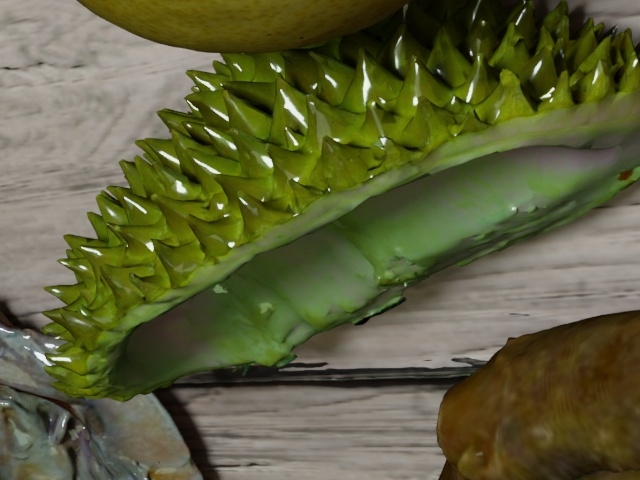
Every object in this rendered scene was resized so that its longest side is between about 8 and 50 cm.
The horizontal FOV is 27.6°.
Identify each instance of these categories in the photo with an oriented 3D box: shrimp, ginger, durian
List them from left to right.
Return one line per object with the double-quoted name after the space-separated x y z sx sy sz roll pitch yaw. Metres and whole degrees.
-0.181 0.090 0.826 0.164 0.062 0.317 -21 115 34 "shrimp"
-0.009 -0.003 0.599 0.169 0.157 0.355 37 135 -22 "durian"
0.164 0.087 0.599 0.309 0.107 0.133 -11 139 34 "ginger"

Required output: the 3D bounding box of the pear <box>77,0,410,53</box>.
-0.022 -0.165 0.449 0.209 0.209 0.209 15 129 20 "pear"
